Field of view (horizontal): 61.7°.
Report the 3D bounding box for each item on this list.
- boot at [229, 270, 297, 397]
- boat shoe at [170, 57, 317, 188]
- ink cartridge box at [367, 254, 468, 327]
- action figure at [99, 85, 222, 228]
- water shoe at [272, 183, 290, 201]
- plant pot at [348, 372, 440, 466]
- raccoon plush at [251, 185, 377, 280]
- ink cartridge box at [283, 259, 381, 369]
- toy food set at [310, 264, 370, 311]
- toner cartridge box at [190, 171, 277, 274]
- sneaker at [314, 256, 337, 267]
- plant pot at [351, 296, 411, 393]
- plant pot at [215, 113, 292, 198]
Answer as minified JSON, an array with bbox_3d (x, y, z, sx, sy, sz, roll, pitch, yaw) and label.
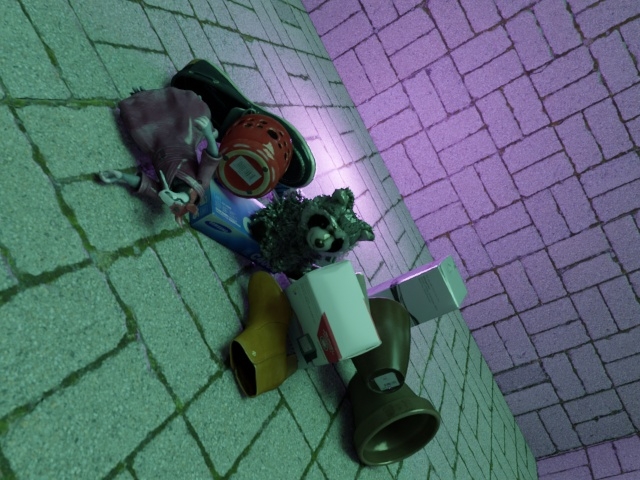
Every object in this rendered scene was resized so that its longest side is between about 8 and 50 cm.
[{"bbox_3d":[-0.152,0.216,1.296,0.211,0.104,0.294,3,67,-66],"label":"boot"},{"bbox_3d":[-0.225,-0.321,1.536,0.500,0.187,0.156,43,33,-1],"label":"boat shoe"},{"bbox_3d":[0.304,0.213,1.926,0.166,0.395,0.285,65,22,3],"label":"ink cartridge box"},{"bbox_3d":[-0.349,-0.179,1.251,0.275,0.248,0.370,81,-7,-65],"label":"action figure"},{"bbox_3d":[-0.113,-0.176,1.772,0.203,0.080,0.073,47,37,17],"label":"water shoe"},{"bbox_3d":[0.190,0.501,1.606,0.263,0.263,0.229,42,13,-43],"label":"plant pot"},{"bbox_3d":[-0.012,-0.097,1.488,0.216,0.299,0.446,47,26,-34],"label":"raccoon plush"},{"bbox_3d":[0.004,0.202,1.390,0.131,0.306,0.226,-18,80,-27],"label":"ink cartridge box"},{"bbox_3d":[0.045,0.164,1.537,0.093,0.306,0.219,-18,108,-27],"label":"toy food set"},{"bbox_3d":[-0.214,-0.047,1.485,0.348,0.075,0.165,36,33,-49],"label":"toner cartridge box"},{"bbox_3d":[0.000,0.000,1.833,0.086,0.132,0.228,1,65,-66],"label":"sneaker"},{"bbox_3d":[0.173,0.320,1.552,0.215,0.215,0.230,51,19,-30],"label":"plant pot"},{"bbox_3d":[-0.182,-0.213,1.410,0.191,0.191,0.174,54,28,-24],"label":"plant pot"}]
